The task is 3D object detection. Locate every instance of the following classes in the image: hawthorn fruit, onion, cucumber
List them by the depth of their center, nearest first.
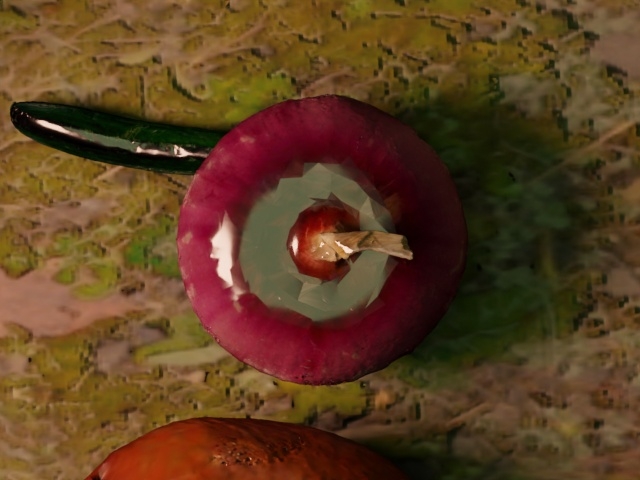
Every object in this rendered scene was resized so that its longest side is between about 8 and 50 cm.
[{"bbox_3d":[-0.014,0.209,1.042,0.299,0.211,0.211,3,91,0],"label":"hawthorn fruit"},{"bbox_3d":[0.000,0.000,1.059,0.177,0.153,0.177,2,94,26],"label":"onion"},{"bbox_3d":[-0.121,-0.064,1.141,0.184,0.033,0.036,10,113,11],"label":"cucumber"}]
